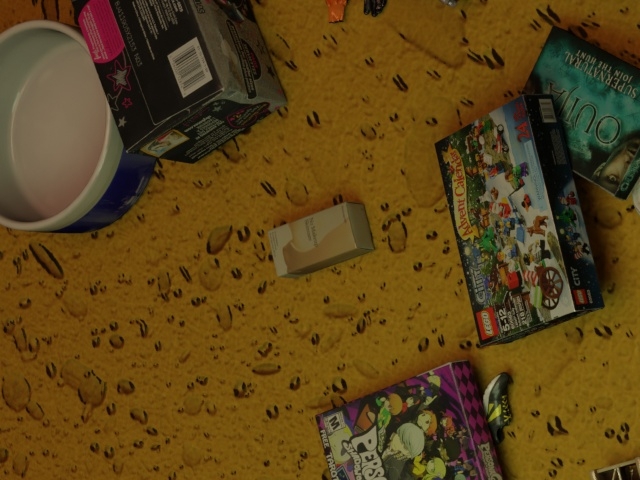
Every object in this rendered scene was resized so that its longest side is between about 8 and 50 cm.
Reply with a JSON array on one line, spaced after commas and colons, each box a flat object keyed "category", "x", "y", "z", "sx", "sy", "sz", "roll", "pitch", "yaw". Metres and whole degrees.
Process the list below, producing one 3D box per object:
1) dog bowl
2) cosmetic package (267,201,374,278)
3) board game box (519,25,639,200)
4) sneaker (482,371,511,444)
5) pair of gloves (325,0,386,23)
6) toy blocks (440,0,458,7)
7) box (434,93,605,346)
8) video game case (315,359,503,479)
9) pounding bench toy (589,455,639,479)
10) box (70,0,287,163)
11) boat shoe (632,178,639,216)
[{"category": "dog bowl", "x": -0.332, "y": -0.140, "z": 2.179, "sx": 0.265, "sy": 0.104, "sz": 0.265, "roll": -3, "pitch": 85, "yaw": 34}, {"category": "cosmetic package", "x": 0.000, "y": 0.000, "z": 1.988, "sx": 0.115, "sy": 0.041, "sz": 0.060, "roll": -22, "pitch": 75, "yaw": 30}, {"category": "board game box", "x": 0.280, "y": -0.134, "z": 1.790, "sx": 0.186, "sy": 0.026, "sz": 0.126, "roll": 38, "pitch": 108, "yaw": 48}, {"category": "sneaker", "x": 0.193, "y": 0.182, "z": 1.860, "sx": 0.035, "sy": 0.031, "sz": 0.083, "roll": 24, "pitch": 109, "yaw": 26}, {"category": "pair of gloves", "x": 0.041, "y": -0.292, "z": 1.999, "sx": 0.083, "sy": 0.010, "sz": 0.074, "roll": -4, "pitch": 83, "yaw": 30}, {"category": "toy blocks", "x": 0.192, "y": -0.339, "z": 1.745, "sx": 0.260, "sy": 0.288, "sz": 0.309, "roll": 48, "pitch": 111, "yaw": 21}, {"category": "box", "x": 0.206, "y": -0.019, "z": 1.819, "sx": 0.159, "sy": 0.044, "sz": 0.233, "roll": -28, "pitch": 71, "yaw": 53}, {"category": "video game case", "x": 0.106, "y": 0.271, "z": 1.886, "sx": 0.210, "sy": 0.042, "sz": 0.232, "roll": -25, "pitch": 74, "yaw": 38}, {"category": "pounding bench toy", "x": 0.323, "y": 0.265, "z": 1.753, "sx": 0.065, "sy": 0.052, "sz": 0.083, "roll": -21, "pitch": 76, "yaw": 30}, {"category": "box", "x": -0.171, "y": -0.241, "z": 2.058, "sx": 0.163, "sy": 0.142, "sz": 0.247, "roll": -30, "pitch": 72, "yaw": 27}, {"category": "boat shoe", "x": 0.397, "y": -0.124, "z": 1.703, "sx": 0.098, "sy": 0.096, "sz": 0.277, "roll": 48, "pitch": 113, "yaw": 24}]
